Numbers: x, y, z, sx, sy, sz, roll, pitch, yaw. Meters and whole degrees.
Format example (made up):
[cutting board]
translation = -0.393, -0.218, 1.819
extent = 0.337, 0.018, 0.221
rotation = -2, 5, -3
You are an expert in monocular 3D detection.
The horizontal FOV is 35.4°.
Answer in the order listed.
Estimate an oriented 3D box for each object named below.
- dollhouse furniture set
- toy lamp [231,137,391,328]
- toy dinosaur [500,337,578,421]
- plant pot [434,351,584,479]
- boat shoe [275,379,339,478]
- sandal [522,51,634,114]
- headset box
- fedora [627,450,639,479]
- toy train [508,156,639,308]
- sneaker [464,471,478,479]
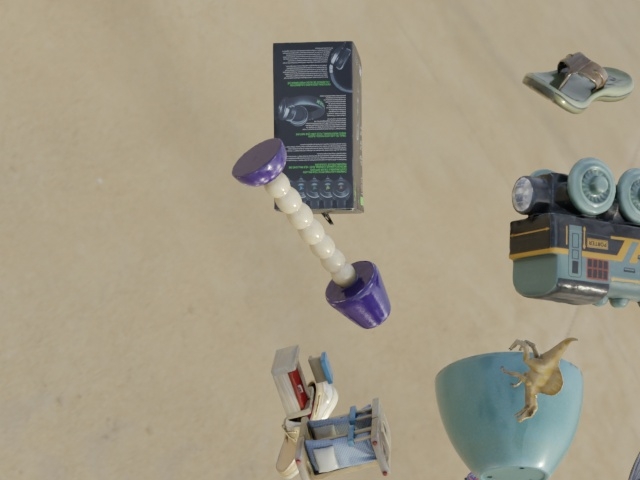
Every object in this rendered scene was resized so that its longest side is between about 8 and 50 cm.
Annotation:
[dollhouse furniture set]
translation = 0.016, 0.253, 1.482
extent = 0.129, 0.129, 0.184
rotation = -79, 151, -71
[toy lamp]
translation = 0.000, 0.000, 1.218
extent = 0.275, 0.080, 0.080
rotation = 55, 30, -29
[toy dinosaur]
translation = 0.328, 0.185, 1.497
extent = 0.053, 0.183, 0.092
rotation = -16, 48, -44
[plant pot]
translation = 0.367, 0.362, 1.932
extent = 0.290, 0.290, 0.196
rotation = 30, 50, -38
[boat shoe]
translation = -0.035, 0.304, 1.638
extent = 0.059, 0.063, 0.170
rotation = 34, 78, -38
[sandal]
translation = 0.466, -0.297, 1.798
extent = 0.120, 0.086, 0.302
rotation = 38, 37, 29
[headset box]
translation = 0.000, -0.166, 1.660
extent = 0.246, 0.131, 0.283
rotation = 6, 83, -84
[fedora]
translation = 0.470, 0.358, 1.209
extent = 0.275, 0.124, 0.244
rotation = -39, 109, -44
[toy train]
translation = 0.406, 0.000, 1.386
extent = 0.333, 0.142, 0.190
rotation = 8, 82, -26
[sneaker]
translation = 0.341, 0.555, 2.218
extent = 0.221, 0.083, 0.087
rotation = 21, 55, -70
